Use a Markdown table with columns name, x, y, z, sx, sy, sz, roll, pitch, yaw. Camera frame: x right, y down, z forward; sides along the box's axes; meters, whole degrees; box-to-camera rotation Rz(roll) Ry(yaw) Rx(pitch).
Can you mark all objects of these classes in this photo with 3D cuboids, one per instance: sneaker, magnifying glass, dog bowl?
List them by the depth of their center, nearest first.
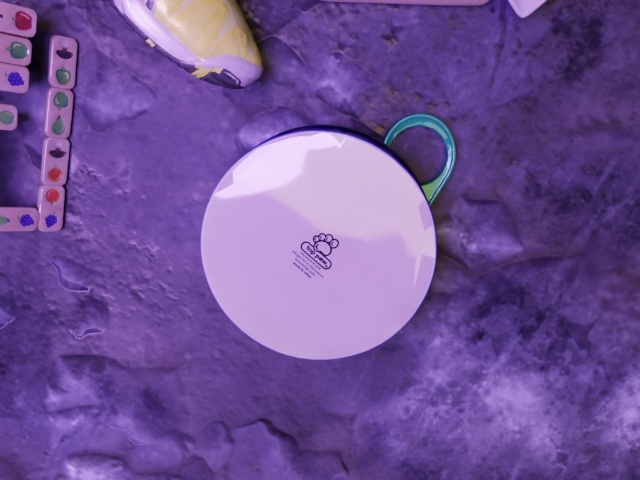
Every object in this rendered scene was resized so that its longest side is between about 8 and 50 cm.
| name | x | y | z | sx | sy | sz | roll | pitch | yaw |
| --- | --- | --- | --- | --- | --- | --- | --- | --- | --- |
| sneaker | -0.165 | -0.331 | 0.551 | 0.147 | 0.145 | 0.384 | -30 | 104 | 17 |
| dog bowl | 0.000 | 0.000 | 0.651 | 0.265 | 0.104 | 0.264 | 1 | 104 | 4 |
| magnifying glass | 0.114 | -0.042 | 0.701 | 0.092 | 0.026 | 0.230 | 4 | 102 | -2 |

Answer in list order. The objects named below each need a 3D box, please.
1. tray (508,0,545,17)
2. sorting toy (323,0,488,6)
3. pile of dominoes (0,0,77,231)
| name | x | y | z | sx | sy | sz | roll | pitch | yaw |
| --- | --- | --- | --- | --- | --- | --- | --- | --- | --- |
| tray | 0.278 | -0.381 | 0.587 | 0.270 | 0.030 | 0.145 | -39 | 107 | 7 |
| sorting toy | 0.048 | -0.384 | 0.611 | 0.308 | 0.041 | 0.228 | 1 | 108 | -2 |
| pile of dominoes | -0.357 | -0.124 | 0.592 | 0.040 | 0.196 | 0.251 | 21 | 106 | 39 |
